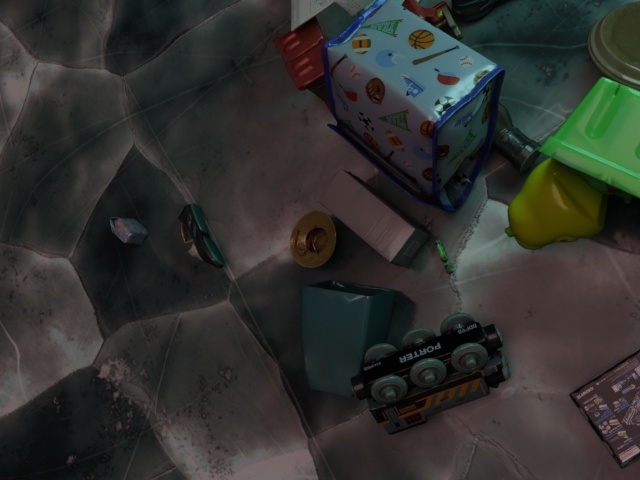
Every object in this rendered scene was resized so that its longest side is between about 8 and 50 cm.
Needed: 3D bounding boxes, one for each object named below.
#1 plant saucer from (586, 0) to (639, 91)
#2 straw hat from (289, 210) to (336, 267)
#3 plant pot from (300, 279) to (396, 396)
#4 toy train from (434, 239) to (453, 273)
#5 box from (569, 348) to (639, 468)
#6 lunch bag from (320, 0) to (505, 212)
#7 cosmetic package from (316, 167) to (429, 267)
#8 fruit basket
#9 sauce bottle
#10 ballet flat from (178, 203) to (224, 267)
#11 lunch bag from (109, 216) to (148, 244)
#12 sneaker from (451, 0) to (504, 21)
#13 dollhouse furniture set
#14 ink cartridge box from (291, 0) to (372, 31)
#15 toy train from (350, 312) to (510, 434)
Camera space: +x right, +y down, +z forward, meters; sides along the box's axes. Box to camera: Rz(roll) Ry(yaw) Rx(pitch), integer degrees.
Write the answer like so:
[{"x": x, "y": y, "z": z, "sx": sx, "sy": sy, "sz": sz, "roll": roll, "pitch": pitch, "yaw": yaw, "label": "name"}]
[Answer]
[{"x": 0.677, "y": -0.394, "z": 1.633, "sx": 0.278, "sy": 0.041, "sz": 0.277, "roll": -2, "pitch": 52, "yaw": 2, "label": "plant saucer"}, {"x": 0.000, "y": 0.000, "z": 1.940, "sx": 0.145, "sy": 0.061, "sz": 0.144, "roll": -7, "pitch": 80, "yaw": 40, "label": "straw hat"}, {"x": 0.056, "y": 0.220, "z": 1.836, "sx": 0.166, "sy": 0.165, "sz": 0.234, "roll": 7, "pitch": 95, "yaw": 24, "label": "plant pot"}, {"x": 0.275, "y": 0.037, "z": 1.835, "sx": 0.017, "sy": 0.024, "sz": 0.083, "roll": -26, "pitch": 74, "yaw": 18, "label": "toy train"}, {"x": 0.637, "y": 0.320, "z": 1.623, "sx": 0.220, "sy": 0.051, "sz": 0.175, "roll": -38, "pitch": 70, "yaw": 14, "label": "box"}, {"x": 0.185, "y": -0.254, "z": 1.728, "sx": 0.239, "sy": 0.385, "sz": 0.328, "roll": -41, "pitch": 65, "yaw": -15, "label": "lunch bag"}, {"x": 0.120, "y": -0.052, "z": 1.860, "sx": 0.238, "sy": 0.127, "sz": 0.107, "roll": 39, "pitch": 99, "yaw": 25, "label": "cosmetic package"}, {"x": 0.538, "y": -0.108, "z": 1.564, "sx": 0.283, "sy": 0.392, "sz": 0.392, "roll": 30, "pitch": 95, "yaw": 24, "label": "fruit basket"}, {"x": 0.335, "y": -0.281, "z": 1.806, "sx": 0.111, "sy": 0.111, "sz": 0.344, "roll": -49, "pitch": 67, "yaw": 10, "label": "sauce bottle"}, {"x": -0.308, "y": 0.000, "z": 2.070, "sx": 0.074, "sy": 0.074, "sz": 0.203, "roll": -36, "pitch": 64, "yaw": 15, "label": "ballet flat"}, {"x": -0.509, "y": -0.029, "z": 2.160, "sx": 0.083, "sy": 0.071, "sz": 0.053, "roll": 43, "pitch": 104, "yaw": 20, "label": "lunch bag"}, {"x": 0.410, "y": -0.585, "z": 1.820, "sx": 0.267, "sy": 0.106, "sz": 0.101, "roll": -33, "pitch": 70, "yaw": 14, "label": "sneaker"}, {"x": 0.111, "y": -0.466, "z": 1.882, "sx": 0.374, "sy": 0.201, "sz": 0.152, "roll": -29, "pitch": 70, "yaw": 16, "label": "dollhouse furniture set"}, {"x": 0.047, "y": -0.621, "z": 1.847, "sx": 0.261, "sy": 0.066, "sz": 0.296, "roll": -29, "pitch": 46, "yaw": 34, "label": "ink cartridge box"}, {"x": 0.236, "y": 0.284, "z": 1.728, "sx": 0.334, "sy": 0.190, "sz": 0.142, "roll": -23, "pitch": 35, "yaw": 8, "label": "toy train"}]
